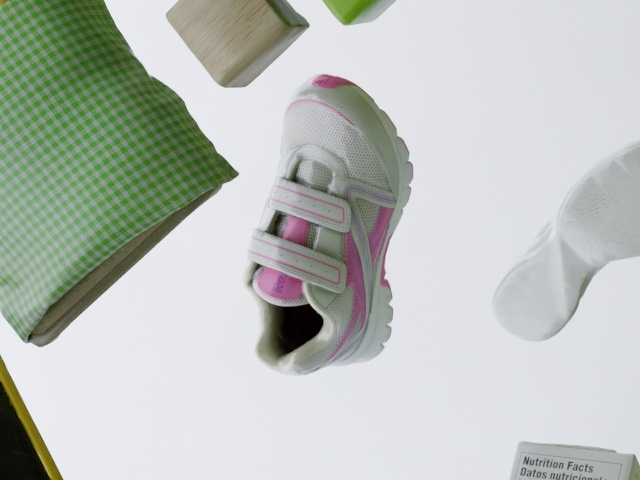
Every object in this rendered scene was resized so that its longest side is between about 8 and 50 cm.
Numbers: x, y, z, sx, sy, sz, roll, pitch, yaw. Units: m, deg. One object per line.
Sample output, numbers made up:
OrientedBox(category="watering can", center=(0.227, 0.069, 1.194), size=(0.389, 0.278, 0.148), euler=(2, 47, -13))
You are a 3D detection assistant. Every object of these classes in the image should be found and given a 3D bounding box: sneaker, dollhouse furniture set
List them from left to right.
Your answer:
OrientedBox(category="dollhouse furniture set", center=(-0.135, -0.104, 0.885), size=(0.197, 0.301, 0.151), euler=(53, -162, 14))
OrientedBox(category="sneaker", center=(0.000, 0.000, 1.328), size=(0.111, 0.103, 0.252), euler=(-33, -51, -50))
OrientedBox(category="sneaker", center=(0.200, -0.020, 1.244), size=(0.080, 0.212, 0.094), euler=(40, -141, -7))

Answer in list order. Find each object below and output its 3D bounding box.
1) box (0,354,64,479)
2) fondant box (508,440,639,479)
OrientedBox(category="box", center=(-0.287, 0.223, 0.997), size=(0.322, 0.079, 0.257), euler=(-20, -111, -26))
OrientedBox(category="fondant box", center=(0.179, 0.348, 1.276), size=(0.238, 0.096, 0.330), euler=(58, -136, -50))
